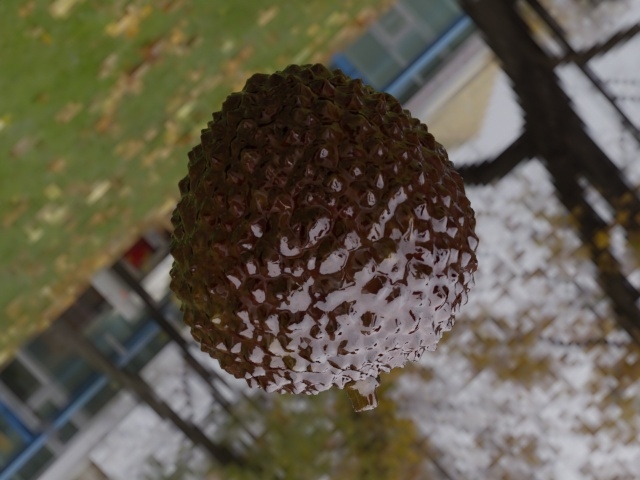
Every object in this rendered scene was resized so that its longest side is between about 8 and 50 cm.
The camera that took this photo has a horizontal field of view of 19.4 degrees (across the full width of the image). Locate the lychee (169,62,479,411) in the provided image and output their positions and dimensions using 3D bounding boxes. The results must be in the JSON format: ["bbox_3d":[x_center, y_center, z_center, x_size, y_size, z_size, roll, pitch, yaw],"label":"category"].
[{"bbox_3d":[0.000,0.000,1.599,0.275,0.304,0.276,-12,-173,1],"label":"lychee"}]
